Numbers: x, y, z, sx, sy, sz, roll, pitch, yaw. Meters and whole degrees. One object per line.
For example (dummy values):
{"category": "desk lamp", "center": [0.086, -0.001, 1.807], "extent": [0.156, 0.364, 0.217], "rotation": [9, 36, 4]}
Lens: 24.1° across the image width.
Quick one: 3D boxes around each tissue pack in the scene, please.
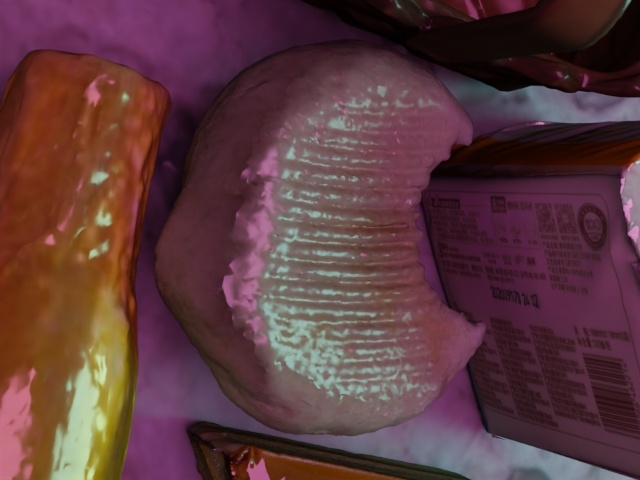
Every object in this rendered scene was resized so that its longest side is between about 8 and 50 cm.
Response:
{"category": "tissue pack", "center": [0.170, 0.026, 0.849], "extent": [0.124, 0.225, 0.185], "rotation": [-18, 99, -21]}

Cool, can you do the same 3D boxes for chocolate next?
{"category": "chocolate", "center": [-0.167, 0.123, 0.767], "extent": [0.162, 0.162, 0.445], "rotation": [19, 80, -22]}

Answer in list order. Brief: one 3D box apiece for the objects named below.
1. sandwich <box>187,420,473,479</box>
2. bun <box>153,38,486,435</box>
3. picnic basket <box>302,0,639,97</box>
{"category": "sandwich", "center": [0.020, 0.134, 0.869], "extent": [0.163, 0.079, 0.113], "rotation": [-22, 101, -19]}
{"category": "bun", "center": [0.000, 0.000, 0.823], "extent": [0.204, 0.126, 0.212], "rotation": [27, 77, -36]}
{"category": "picnic basket", "center": [0.097, -0.214, 0.767], "extent": [0.291, 0.321, 0.254], "rotation": [22, 87, -19]}
